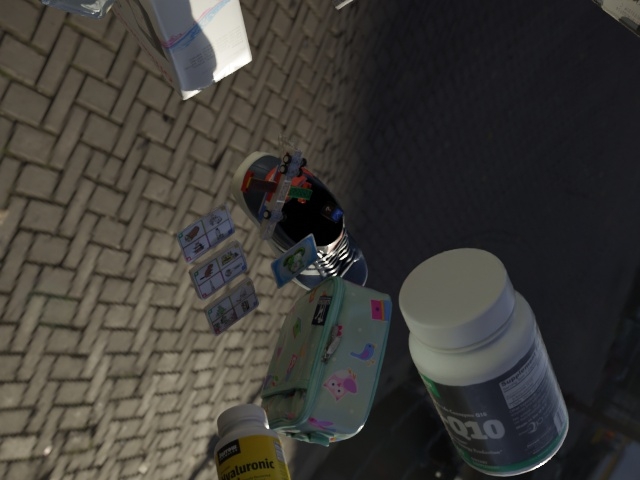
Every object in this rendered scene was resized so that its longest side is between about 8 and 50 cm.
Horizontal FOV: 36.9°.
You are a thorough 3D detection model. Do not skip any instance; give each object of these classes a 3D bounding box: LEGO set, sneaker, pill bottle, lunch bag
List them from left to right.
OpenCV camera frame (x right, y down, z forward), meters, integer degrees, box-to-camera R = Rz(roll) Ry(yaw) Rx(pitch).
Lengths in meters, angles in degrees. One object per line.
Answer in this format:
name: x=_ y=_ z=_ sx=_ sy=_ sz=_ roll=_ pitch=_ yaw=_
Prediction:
pill bottle: x=-0.062 y=0.211 z=0.875 sx=0.065 sy=0.116 sz=0.065 roll=-10 pitch=139 yaw=-9
LEGO set: x=-0.077 y=-0.014 z=1.250 sx=0.244 sy=0.060 sz=0.182 roll=-37 pitch=135 yaw=-24
sneaker: x=0.000 y=0.000 z=1.545 sx=0.131 sy=0.148 sz=0.350 roll=-56 pitch=134 yaw=-12
lunch bag: x=0.000 y=0.179 z=1.360 sx=0.279 sy=0.108 sz=0.224 roll=139 pitch=-29 yaw=-68
pill bottle: x=0.263 y=0.198 z=1.549 sx=0.204 sy=0.204 sz=0.361 roll=-50 pitch=131 yaw=-29

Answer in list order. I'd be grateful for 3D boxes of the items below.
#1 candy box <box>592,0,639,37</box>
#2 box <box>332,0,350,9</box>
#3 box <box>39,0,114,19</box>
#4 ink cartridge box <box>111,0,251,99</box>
candy box: x=0.343 y=-0.184 z=0.802 sx=0.233 sy=0.159 sz=0.071 roll=11 pitch=121 yaw=-29
box: x=0.085 y=-0.252 z=0.776 sx=0.145 sy=0.038 sz=0.186 roll=-33 pitch=-168 yaw=-8
box: x=-0.317 y=-0.350 z=0.976 sx=0.094 sy=0.275 sz=0.113 roll=-51 pitch=166 yaw=15
ink cartridge box: x=-0.219 y=-0.375 z=1.305 sx=0.131 sy=0.226 sz=0.306 roll=-33 pitch=155 yaw=-13
